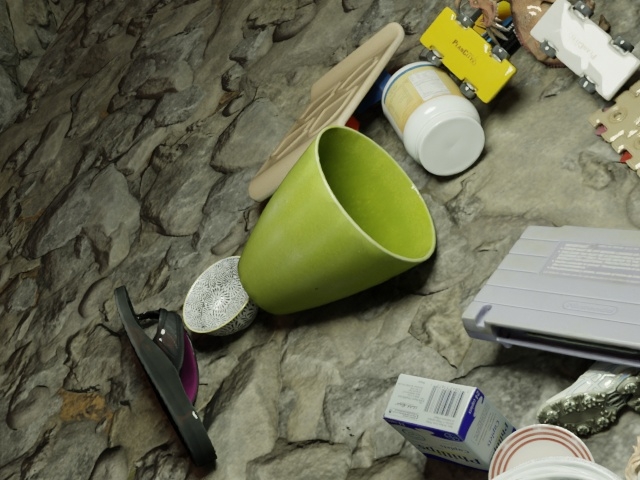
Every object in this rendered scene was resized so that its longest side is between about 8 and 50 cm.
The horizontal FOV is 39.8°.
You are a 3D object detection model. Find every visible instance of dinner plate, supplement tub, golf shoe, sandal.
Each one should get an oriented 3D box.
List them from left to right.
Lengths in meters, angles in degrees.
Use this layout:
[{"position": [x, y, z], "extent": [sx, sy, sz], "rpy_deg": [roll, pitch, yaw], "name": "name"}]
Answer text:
[{"position": [-0.268, 0.231, 1.626], "extent": [0.107, 0.168, 0.446], "rpy_deg": [-26, 44, -15], "name": "sandal"}, {"position": [0.206, -0.223, 1.618], "extent": [0.144, 0.144, 0.200], "rpy_deg": [-34, 40, 11], "name": "supplement tub"}, {"position": [0.288, 0.309, 1.143], "extent": [0.141, 0.017, 0.141], "rpy_deg": [-13, 61, 25], "name": "dinner plate"}, {"position": [0.369, 0.198, 1.172], "extent": [0.176, 0.069, 0.086], "rpy_deg": [-23, 25, 15], "name": "golf shoe"}]

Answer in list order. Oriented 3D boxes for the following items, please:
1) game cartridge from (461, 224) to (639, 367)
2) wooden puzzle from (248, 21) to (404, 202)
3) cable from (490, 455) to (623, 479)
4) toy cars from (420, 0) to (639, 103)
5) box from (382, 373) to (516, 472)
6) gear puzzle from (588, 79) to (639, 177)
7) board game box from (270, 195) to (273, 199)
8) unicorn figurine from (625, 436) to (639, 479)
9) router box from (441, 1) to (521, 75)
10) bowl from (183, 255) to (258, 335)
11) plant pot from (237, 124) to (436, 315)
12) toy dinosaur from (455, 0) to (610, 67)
[{"position": [0.398, 0.072, 1.207], "extent": [0.355, 0.068, 0.230], "rpy_deg": [6, 38, 44], "name": "game cartridge"}, {"position": [0.024, -0.241, 1.764], "extent": [0.322, 0.080, 0.348], "rpy_deg": [-29, 27, 50], "name": "wooden puzzle"}, {"position": [0.277, 0.383, 1.027], "extent": [0.257, 0.089, 0.257], "rpy_deg": [-37, 48, 16], "name": "cable"}, {"position": [0.364, -0.323, 1.540], "extent": [0.393, 0.087, 0.177], "rpy_deg": [4, 90, 32], "name": "toy cars"}, {"position": [0.177, 0.252, 1.212], "extent": [0.126, 0.137, 0.072], "rpy_deg": [4, 59, 43], "name": "box"}, {"position": [0.553, -0.138, 1.327], "extent": [0.175, 0.044, 0.339], "rpy_deg": [-37, 39, 14], "name": "gear puzzle"}, {"position": [-0.034, -0.050, 1.745], "extent": [0.181, 0.043, 0.092], "rpy_deg": [4, 57, 42], "name": "board game box"}, {"position": [0.424, 0.295, 1.034], "extent": [0.111, 0.060, 0.162], "rpy_deg": [-55, 25, -4], "name": "unicorn figurine"}, {"position": [0.328, -0.396, 1.750], "extent": [0.179, 0.046, 0.133], "rpy_deg": [-46, 39, -3], "name": "router box"}, {"position": [-0.169, 0.120, 1.676], "extent": [0.170, 0.080, 0.170], "rpy_deg": [-23, 43, 24], "name": "bowl"}, {"position": [0.000, 0.000, 1.532], "extent": [0.293, 0.274, 0.275], "rpy_deg": [-40, 35, 31], "name": "plant pot"}, {"position": [0.393, -0.395, 1.611], "extent": [0.200, 0.127, 0.296], "rpy_deg": [-37, 81, 22], "name": "toy dinosaur"}]
